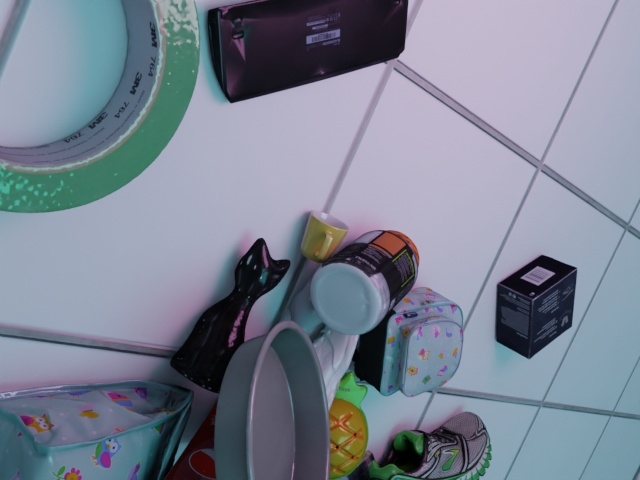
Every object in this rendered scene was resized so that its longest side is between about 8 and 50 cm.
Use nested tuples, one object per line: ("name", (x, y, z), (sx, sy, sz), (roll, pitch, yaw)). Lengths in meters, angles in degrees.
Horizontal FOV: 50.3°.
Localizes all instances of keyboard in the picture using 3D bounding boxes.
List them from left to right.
("keyboard", (-0.004, -0.302, 0.868), (0.317, 0.033, 0.201), (-24, 131, -33))

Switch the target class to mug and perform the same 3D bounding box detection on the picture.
("mug", (-0.002, -0.002, 0.993), (0.064, 0.062, 0.078), (-64, 160, 15))

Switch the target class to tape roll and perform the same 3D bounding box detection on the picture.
("tape roll", (-0.273, -0.188, 0.648), (0.321, 0.077, 0.321), (-20, 123, -33))

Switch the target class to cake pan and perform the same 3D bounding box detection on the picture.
("cake pan", (-0.053, 0.248, 0.851), (0.293, 0.054, 0.293), (-7, 90, -73))

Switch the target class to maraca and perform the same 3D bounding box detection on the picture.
("maraca", (0.020, 0.310, 1.140), (0.127, 0.099, 0.185), (6, 92, -14))

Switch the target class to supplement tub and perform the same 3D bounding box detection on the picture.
("supplement tub", (0.074, 0.054, 1.018), (0.190, 0.117, 0.116), (-32, 133, -57))

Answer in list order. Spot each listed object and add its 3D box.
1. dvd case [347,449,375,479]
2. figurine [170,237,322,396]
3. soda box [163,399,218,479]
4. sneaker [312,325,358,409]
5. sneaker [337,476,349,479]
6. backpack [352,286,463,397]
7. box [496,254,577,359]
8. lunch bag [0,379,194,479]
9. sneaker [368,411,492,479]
("dvd case", (0.036, 0.528, 1.304), (0.221, 0.018, 0.164), (-34, 122, -26))
("figurine", (-0.076, 0.126, 0.977), (0.215, 0.092, 0.209), (37, 80, -46))
("soda box", (-0.137, 0.306, 0.899), (0.263, 0.092, 0.083), (-52, 158, -77))
("sneaker", (-0.006, 0.186, 1.080), (0.094, 0.080, 0.212), (24, 79, -6))
("sneaker", (-0.010, 0.456, 1.199), (0.162, 0.073, 0.063), (-25, 125, -31))
("backpack", (0.165, 0.170, 1.171), (0.188, 0.144, 0.165), (-14, 114, -40))
("box", (0.458, 0.139, 1.450), (0.156, 0.093, 0.158), (-26, 125, -31))
("lunch bag", (-0.272, 0.293, 0.830), (0.262, 0.160, 0.223), (6, 102, -55))
("sneaker", (0.227, 0.429, 1.357), (0.344, 0.134, 0.146), (-24, 104, -45))
